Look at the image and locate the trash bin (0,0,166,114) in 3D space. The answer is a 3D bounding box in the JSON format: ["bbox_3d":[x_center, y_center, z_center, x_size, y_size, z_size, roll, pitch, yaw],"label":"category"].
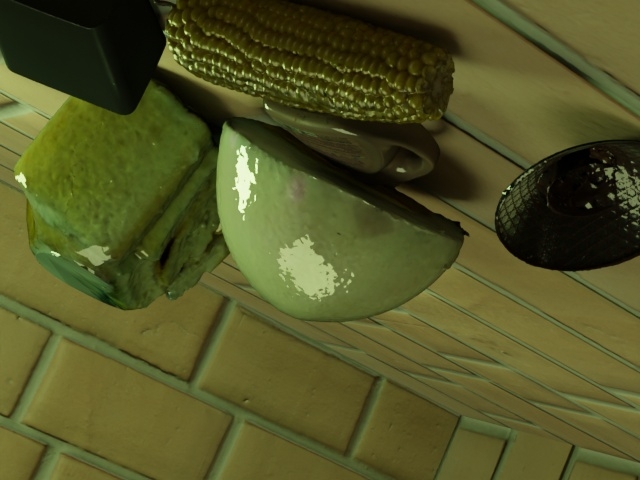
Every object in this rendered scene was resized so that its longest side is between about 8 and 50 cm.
[{"bbox_3d":[-0.270,-0.243,1.443,0.165,0.115,0.225,23,168,5],"label":"trash bin"}]

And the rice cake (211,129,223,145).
[{"bbox_3d":[-0.149,-0.133,1.919,0.034,0.043,0.211,41,165,-23],"label":"rice cake"}]

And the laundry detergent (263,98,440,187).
[{"bbox_3d":[0.060,-0.109,1.469,0.171,0.076,0.237,18,169,36],"label":"laundry detergent"}]

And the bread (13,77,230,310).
[{"bbox_3d":[-0.281,-0.056,1.866,0.239,0.264,0.395,37,168,17],"label":"bread"}]

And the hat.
[{"bbox_3d":[0.257,-0.058,1.297,0.193,0.082,0.193,-4,140,-3],"label":"hat"}]

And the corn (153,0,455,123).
[{"bbox_3d":[-0.019,-0.174,1.266,0.310,0.101,0.101,18,168,24],"label":"corn"}]

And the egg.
[{"bbox_3d":[0.000,0.000,1.638,0.337,0.201,0.337,24,-172,-4],"label":"egg"}]
